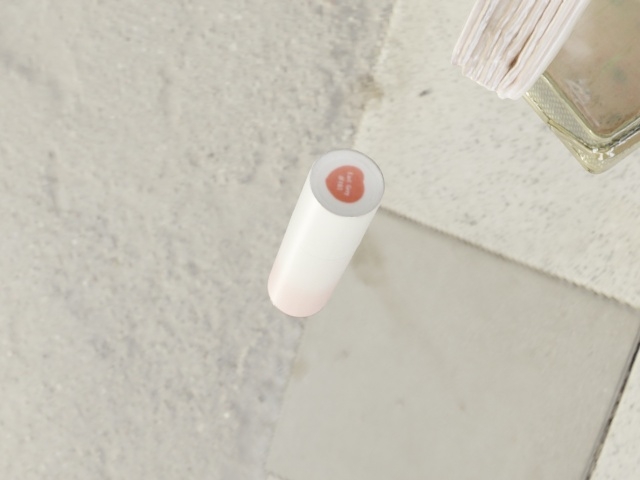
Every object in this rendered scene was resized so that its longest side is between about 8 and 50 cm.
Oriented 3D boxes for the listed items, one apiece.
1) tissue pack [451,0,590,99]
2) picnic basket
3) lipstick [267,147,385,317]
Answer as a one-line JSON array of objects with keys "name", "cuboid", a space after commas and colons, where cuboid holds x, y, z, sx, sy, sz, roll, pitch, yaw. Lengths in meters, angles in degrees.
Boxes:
[{"name": "tissue pack", "cuboid": [0.171, -0.203, 0.871, 0.071, 0.325, 0.170, 32, 107, 2]}, {"name": "picnic basket", "cuboid": [0.320, -0.224, 1.419, 0.165, 0.139, 0.266, -36, 73, -2]}, {"name": "lipstick", "cuboid": [0.000, 0.000, 1.440, 0.087, 0.087, 0.327, 46, 156, 10]}]
